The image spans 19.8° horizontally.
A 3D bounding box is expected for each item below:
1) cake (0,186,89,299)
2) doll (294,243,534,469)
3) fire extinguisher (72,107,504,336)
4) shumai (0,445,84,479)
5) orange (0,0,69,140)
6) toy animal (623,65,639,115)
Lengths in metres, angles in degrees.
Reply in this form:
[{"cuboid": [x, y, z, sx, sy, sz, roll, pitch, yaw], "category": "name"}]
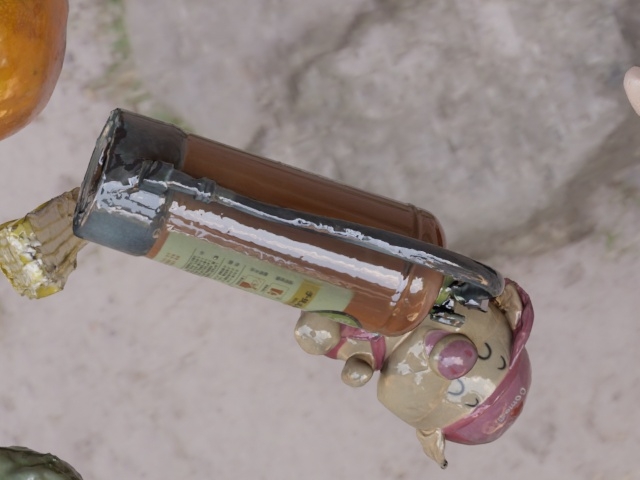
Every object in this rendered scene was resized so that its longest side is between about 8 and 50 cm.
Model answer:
[{"cuboid": [-0.224, 0.001, 1.584, 0.080, 0.116, 0.185, 63, 159, -1], "category": "cake"}, {"cuboid": [0.106, 0.100, 1.875, 0.256, 0.152, 0.196, 36, 112, -6], "category": "doll"}, {"cuboid": [-0.004, 0.010, 1.486, 0.200, 0.376, 0.113, -124, 53, -69], "category": "fire extinguisher"}, {"cuboid": [-0.248, 0.273, 1.429, 0.260, 0.222, 0.225, 19, 81, -7], "category": "shumai"}, {"cuboid": [-0.414, -0.245, 2.174, 0.226, 0.284, 0.284, 10, 122, -11], "category": "orange"}, {"cuboid": [0.442, -0.138, 1.686, 0.213, 0.256, 0.195, 37, 127, 42], "category": "toy animal"}]
